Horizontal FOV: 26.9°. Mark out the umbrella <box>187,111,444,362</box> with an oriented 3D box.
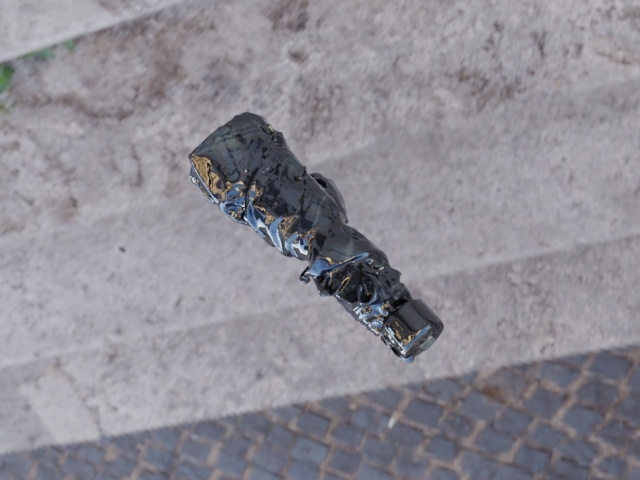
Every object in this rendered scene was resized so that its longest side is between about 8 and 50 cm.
[{"bbox_3d":[0.001,0.000,0.940,0.224,0.080,0.071,44,154,26],"label":"umbrella"}]
